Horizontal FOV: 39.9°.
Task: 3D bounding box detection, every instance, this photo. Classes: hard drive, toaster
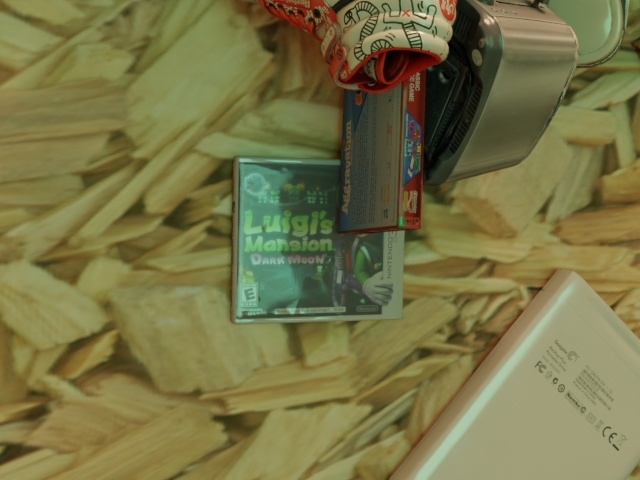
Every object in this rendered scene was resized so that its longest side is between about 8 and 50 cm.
[{"bbox_3d":[0.249,0.241,1.022,0.233,0.047,0.353,44,79,-17],"label":"hard drive"},{"bbox_3d":[0.156,-0.149,0.888,0.146,0.129,0.227,-11,136,-33],"label":"toaster"}]

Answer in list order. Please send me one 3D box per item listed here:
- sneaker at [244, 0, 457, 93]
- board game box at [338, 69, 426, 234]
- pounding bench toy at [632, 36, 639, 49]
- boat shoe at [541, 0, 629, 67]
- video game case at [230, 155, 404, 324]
[{"bbox_3d":[0.000,-0.207,0.793,0.090,0.270,0.145,10,83,-55],"label":"sneaker"},{"bbox_3d":[0.060,-0.148,0.861,0.027,0.145,0.281,3,87,-22],"label":"board game box"},{"bbox_3d":[0.420,-0.219,1.025,0.052,0.083,0.065,-33,103,-14],"label":"pounding bench toy"},{"bbox_3d":[0.286,-0.349,0.982,0.099,0.116,0.319,-4,88,-62],"label":"boat shoe"},{"bbox_3d":[0.000,0.000,0.932,0.190,0.022,0.173,0,94,-19],"label":"video game case"}]
